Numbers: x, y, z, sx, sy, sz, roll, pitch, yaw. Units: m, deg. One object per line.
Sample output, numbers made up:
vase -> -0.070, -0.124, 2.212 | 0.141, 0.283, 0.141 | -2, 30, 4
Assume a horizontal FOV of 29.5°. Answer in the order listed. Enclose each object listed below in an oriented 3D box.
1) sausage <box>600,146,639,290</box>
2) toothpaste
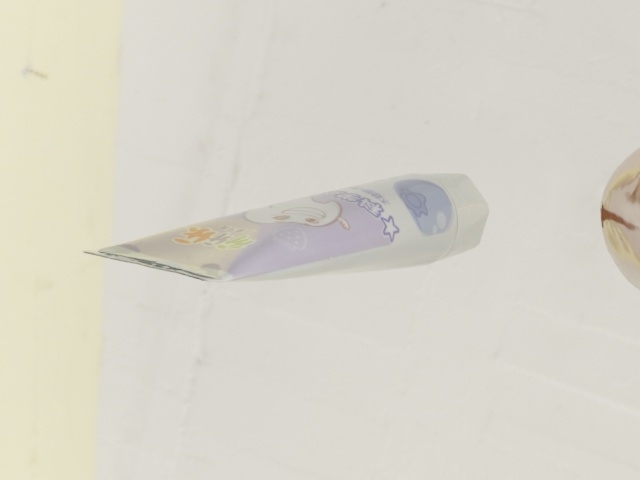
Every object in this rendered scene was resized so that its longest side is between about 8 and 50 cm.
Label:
sausage -> 0.184, 0.003, 0.329 | 0.088, 0.433, 0.088 | -1, -85, -10
toothpaste -> 0.000, 0.000, 0.940 | 0.125, 0.371, 0.080 | 12, -74, 40
